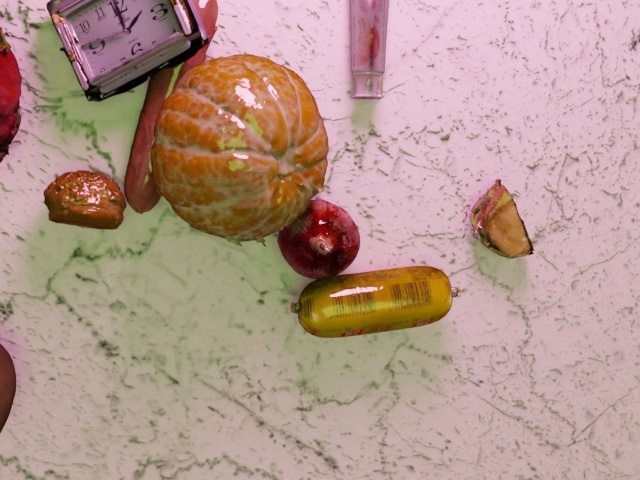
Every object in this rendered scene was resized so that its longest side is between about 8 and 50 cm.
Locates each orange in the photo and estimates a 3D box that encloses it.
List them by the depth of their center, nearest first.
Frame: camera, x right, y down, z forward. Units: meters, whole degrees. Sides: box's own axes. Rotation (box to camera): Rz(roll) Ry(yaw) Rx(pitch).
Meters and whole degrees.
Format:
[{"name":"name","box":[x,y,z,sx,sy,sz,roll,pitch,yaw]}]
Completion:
[{"name":"orange","box":[-0.129,-0.157,1.370,0.329,0.249,0.329,-24,126,-39]}]

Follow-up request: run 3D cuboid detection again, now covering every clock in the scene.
[{"name":"clock","box":[-0.327,-0.367,1.346,0.253,0.083,0.186,-23,90,16]}]

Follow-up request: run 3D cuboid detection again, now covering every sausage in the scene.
[{"name":"sausage","box":[-0.270,-0.256,1.425,0.088,0.088,0.432,18,97,-15]},{"name":"sausage","box":[0.110,0.120,1.562,0.347,0.123,0.123,-6,102,-11]}]

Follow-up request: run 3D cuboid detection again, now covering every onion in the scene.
[{"name":"onion","box":[0.000,0.000,1.478,0.160,0.195,0.159,0,93,-5]}]

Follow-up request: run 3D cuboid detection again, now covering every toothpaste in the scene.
[{"name":"toothpaste","box":[0.091,-0.428,1.482,0.100,0.066,0.323,1,96,-8]}]

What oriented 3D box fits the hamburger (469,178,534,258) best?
[{"name":"hamburger","box":[0.353,-0.031,1.611,0.102,0.087,0.176,-26,114,6]}]

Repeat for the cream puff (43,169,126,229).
[{"name":"cream puff","box":[-0.416,-0.074,1.410,0.144,0.126,0.103,6,86,-19]}]

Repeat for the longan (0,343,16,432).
[{"name":"longan","box":[-0.660,0.271,1.365,0.258,0.258,0.257,-2,102,-12]}]

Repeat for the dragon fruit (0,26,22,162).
[{"name":"dragon fruit","box":[-0.622,-0.245,1.230,0.330,0.329,0.329,-2,102,-12]}]
